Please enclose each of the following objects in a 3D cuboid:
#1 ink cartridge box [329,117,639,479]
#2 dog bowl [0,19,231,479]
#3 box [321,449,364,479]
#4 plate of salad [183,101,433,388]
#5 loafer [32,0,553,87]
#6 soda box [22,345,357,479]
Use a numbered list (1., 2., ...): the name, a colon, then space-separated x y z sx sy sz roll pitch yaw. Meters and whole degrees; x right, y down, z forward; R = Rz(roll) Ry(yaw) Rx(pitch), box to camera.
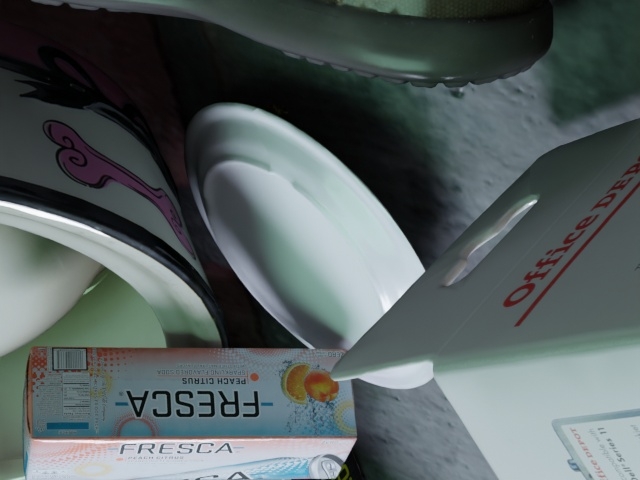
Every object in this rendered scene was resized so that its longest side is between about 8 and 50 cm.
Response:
1. ink cartridge box: 0.191 0.024 0.678 0.353 0.207 0.119 -13 114 51
2. dog bowl: -0.259 0.020 1.013 0.407 0.150 0.408 -5 149 -3
3. box: -0.079 0.183 1.227 0.270 0.060 0.216 8 131 40
4. plate of salad: 0.000 0.000 0.981 0.200 0.048 0.200 37 152 24
5. loafer: -0.055 -0.174 0.818 0.365 0.134 0.130 15 112 21
6. soda box: -0.075 0.098 0.975 0.183 0.058 0.063 2 150 -12
